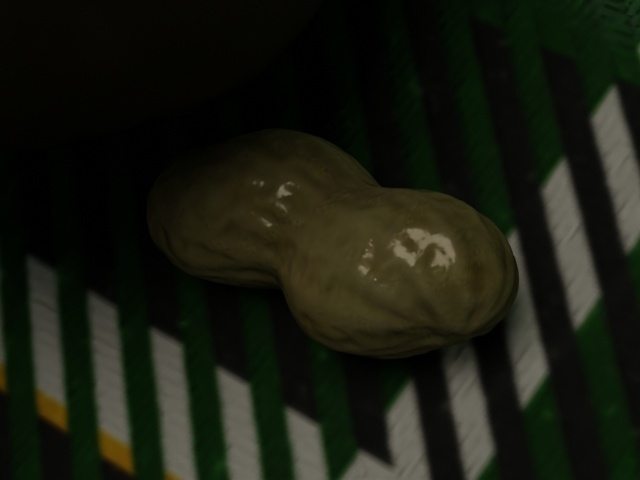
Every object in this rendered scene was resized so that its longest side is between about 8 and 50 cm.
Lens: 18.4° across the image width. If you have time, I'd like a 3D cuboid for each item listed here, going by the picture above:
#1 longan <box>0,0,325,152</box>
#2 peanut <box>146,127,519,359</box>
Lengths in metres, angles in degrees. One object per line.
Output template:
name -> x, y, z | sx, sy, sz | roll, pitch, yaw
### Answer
longan -> -0.165, -0.205, 0.853 | 0.404, 0.404, 0.436 | 10, 43, 25
peanut -> 0.000, 0.000, 0.868 | 0.187, 0.082, 0.082 | 25, 73, 30
